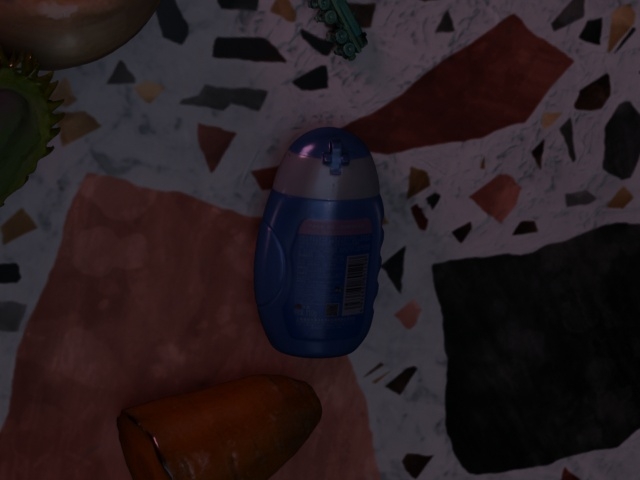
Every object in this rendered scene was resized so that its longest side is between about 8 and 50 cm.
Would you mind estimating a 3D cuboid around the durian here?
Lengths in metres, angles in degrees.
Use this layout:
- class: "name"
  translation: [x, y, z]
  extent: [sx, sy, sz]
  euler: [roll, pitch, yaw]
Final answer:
- class: "durian"
  translation: [-0.397, -0.074, 1.544]
  extent: [0.355, 0.169, 0.157]
  euler: [-40, 99, 18]

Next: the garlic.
- class: "garlic"
  translation: [-0.261, -0.259, 1.574]
  extent: [0.245, 0.145, 0.164]
  euler: [-10, 79, -15]

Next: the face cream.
- class: "face cream"
  translation: [0.000, 0.000, 1.741]
  extent: [0.149, 0.083, 0.264]
  euler: [1, 107, -16]

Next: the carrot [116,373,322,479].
- class: "carrot"
  translation: [-0.107, 0.221, 1.765]
  extent: [0.225, 0.159, 0.159]
  euler: [-26, 113, -18]

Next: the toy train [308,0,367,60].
- class: "toy train"
  translation: [0.021, -0.244, 1.699]
  extent: [0.045, 0.029, 0.092]
  euler: [-40, 118, -17]
